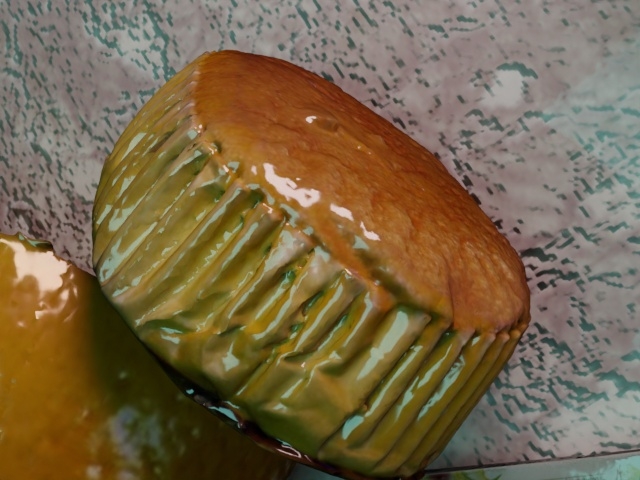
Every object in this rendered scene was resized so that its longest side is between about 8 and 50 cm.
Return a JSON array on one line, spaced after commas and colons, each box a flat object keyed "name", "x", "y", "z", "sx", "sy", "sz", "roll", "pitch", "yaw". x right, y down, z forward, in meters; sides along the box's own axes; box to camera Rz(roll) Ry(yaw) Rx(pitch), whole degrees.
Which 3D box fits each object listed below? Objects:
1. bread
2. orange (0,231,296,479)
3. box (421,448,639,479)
[{"name": "bread", "x": -0.001, "y": 0.000, "z": 0.574, "sx": 0.199, "sy": 0.199, "sz": 0.104, "roll": 44, "pitch": 109, "yaw": 21}, {"name": "orange", "x": -0.187, "y": 0.076, "z": 0.661, "sx": 0.310, "sy": 0.274, "sz": 0.274, "roll": 45, "pitch": 113, "yaw": 33}, {"name": "box", "x": 0.125, "y": 0.116, "z": 0.597, "sx": 0.207, "sy": 0.041, "sz": 0.050, "roll": -12, "pitch": 84, "yaw": 29}]
